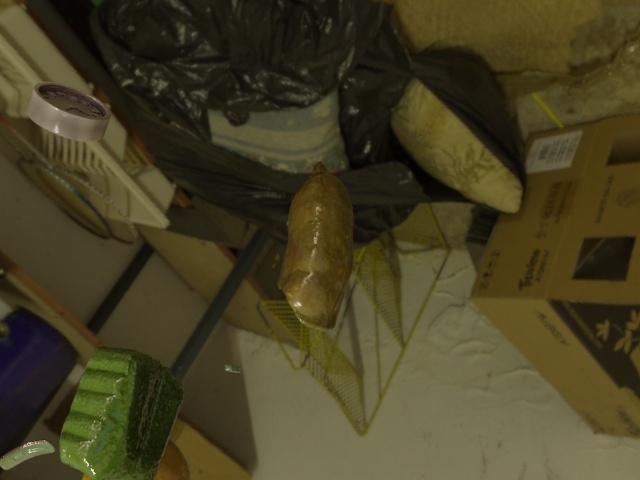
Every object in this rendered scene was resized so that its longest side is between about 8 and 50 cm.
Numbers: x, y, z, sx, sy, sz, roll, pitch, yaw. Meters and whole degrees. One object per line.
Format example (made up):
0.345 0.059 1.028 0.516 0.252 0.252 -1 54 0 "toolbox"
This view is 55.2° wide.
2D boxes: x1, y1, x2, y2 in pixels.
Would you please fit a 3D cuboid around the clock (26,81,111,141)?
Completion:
-0.656 -0.338 1.602 0.197 0.068 0.197 25 -156 -12 "clock"

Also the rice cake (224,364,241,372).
-0.254 0.373 1.780 0.022 0.021 0.121 0 167 6 "rice cake"

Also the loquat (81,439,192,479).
-0.433 0.583 1.438 0.263 0.263 0.263 25 157 11 "loquat"

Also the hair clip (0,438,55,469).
-0.762 0.554 1.592 0.022 0.137 0.054 -123 14 -55 "hair clip"

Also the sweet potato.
0.000 0.000 1.239 0.158 0.369 0.158 9 164 3 "sweet potato"

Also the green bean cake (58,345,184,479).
-0.390 0.352 1.211 0.125 0.248 0.222 1 150 19 "green bean cake"
